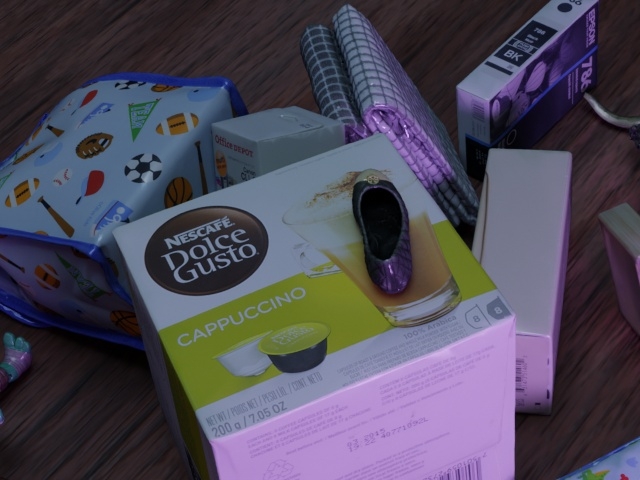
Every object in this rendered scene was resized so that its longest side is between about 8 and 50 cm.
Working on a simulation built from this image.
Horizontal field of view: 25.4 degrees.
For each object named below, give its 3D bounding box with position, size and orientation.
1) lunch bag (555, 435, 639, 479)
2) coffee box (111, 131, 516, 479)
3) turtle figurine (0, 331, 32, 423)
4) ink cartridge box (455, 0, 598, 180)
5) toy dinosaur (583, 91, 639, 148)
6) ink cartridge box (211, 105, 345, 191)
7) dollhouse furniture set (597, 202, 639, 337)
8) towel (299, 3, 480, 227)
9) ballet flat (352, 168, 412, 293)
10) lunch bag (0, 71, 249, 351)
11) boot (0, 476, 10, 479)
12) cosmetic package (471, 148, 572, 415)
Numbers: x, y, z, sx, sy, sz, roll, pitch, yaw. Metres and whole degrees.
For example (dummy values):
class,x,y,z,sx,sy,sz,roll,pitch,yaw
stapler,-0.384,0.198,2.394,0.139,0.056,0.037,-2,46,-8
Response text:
class,x,y,z,sx,sy,sz,roll,pitch,yaw
lunch bag,0.356,0.313,1.552,0.219,0.090,0.176,-23,50,-11
coffee box,-0.003,0.144,1.596,0.338,0.338,0.334,-20,47,-12
turtle figurine,-0.464,0.202,1.774,0.175,0.118,0.234,20,36,7
ink cartridge box,0.318,-0.241,2.030,0.065,0.165,0.333,28,58,31
toy dinosaur,0.490,-0.155,1.993,0.268,0.064,0.118,11,35,19
ink cartridge box,-0.049,-0.066,1.770,0.127,0.176,0.128,-14,21,-29
dollhouse furniture set,0.484,0.010,1.736,0.242,0.161,0.212,-23,34,-4
towel,0.087,-0.145,1.913,0.121,0.283,0.235,-31,41,13
ballet flat,0.067,-0.018,1.472,0.057,0.049,0.173,-9,45,-2
lunch bag,-0.299,-0.051,1.896,0.385,0.239,0.328,9,50,36
boot,-0.330,0.327,1.581,0.280,0.264,0.096,3,87,11
cosmetic package,0.248,0.047,1.773,0.113,0.160,0.309,3,46,12
